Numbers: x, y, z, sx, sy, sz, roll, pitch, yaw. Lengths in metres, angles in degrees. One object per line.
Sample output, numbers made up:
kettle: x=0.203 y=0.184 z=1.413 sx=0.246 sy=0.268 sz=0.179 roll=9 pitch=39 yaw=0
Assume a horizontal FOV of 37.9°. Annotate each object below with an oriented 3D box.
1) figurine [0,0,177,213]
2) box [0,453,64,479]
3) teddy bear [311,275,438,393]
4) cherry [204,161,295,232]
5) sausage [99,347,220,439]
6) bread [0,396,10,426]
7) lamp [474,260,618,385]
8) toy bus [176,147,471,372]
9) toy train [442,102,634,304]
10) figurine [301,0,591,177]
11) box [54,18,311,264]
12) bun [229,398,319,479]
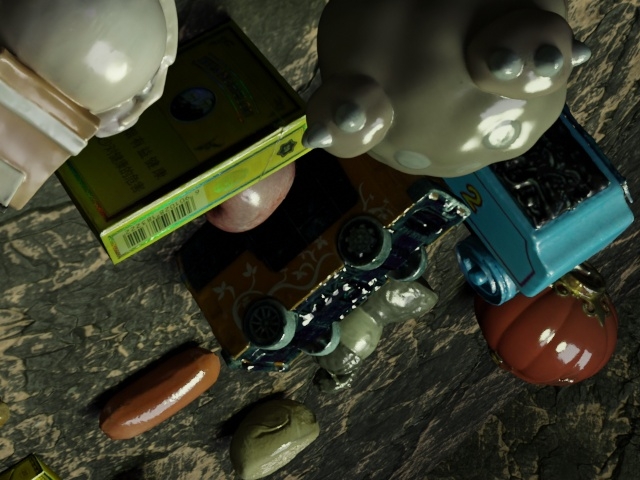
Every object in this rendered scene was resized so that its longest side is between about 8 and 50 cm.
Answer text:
figurine: x=-0.204 y=-0.138 z=0.709 sx=0.162 sy=0.141 sz=0.237 roll=36 pitch=97 yaw=-30
box: x=-0.508 y=0.420 z=1.349 sx=0.279 sy=0.041 sz=0.153 roll=-32 pitch=153 yaw=-13
teddy bear: x=0.049 y=0.102 z=1.462 sx=0.251 sy=0.144 sz=0.171 roll=-38 pitch=135 yaw=-4
cherry: x=-0.083 y=-0.065 z=1.038 sx=0.126 sy=0.087 sz=0.106 roll=-32 pitch=159 yaw=-6
sausage: x=-0.230 y=0.220 z=1.344 sx=0.194 sy=0.077 sz=0.077 roll=-32 pitch=155 yaw=-14
bread: x=-0.425 y=0.223 z=1.097 sx=0.113 sy=0.060 sz=0.082 roll=-50 pitch=153 yaw=19
lamp: x=0.454 y=0.152 z=1.885 sx=0.303 sy=0.303 sz=0.257 roll=-7 pitch=137 yaw=-49
toy bus: x=0.000 y=0.000 z=1.138 sx=0.323 sy=0.194 sz=0.162 roll=-42 pitch=155 yaw=14
toy train: x=0.248 y=-0.069 z=1.229 sx=0.188 sy=0.300 sz=0.265 roll=-32 pitch=165 yaw=-16
figurine: x=0.125 y=-0.195 z=0.874 sx=0.248 sy=0.203 sz=0.380 roll=-12 pitch=-157 yaw=21
box: x=-0.132 y=-0.095 z=0.856 sx=0.220 sy=0.141 sz=0.064 roll=-30 pitch=153 yaw=-16
bun: x=-0.093 y=0.355 z=1.713 sx=0.173 sy=0.113 sz=0.166 roll=-22 pitch=158 yaw=-35
